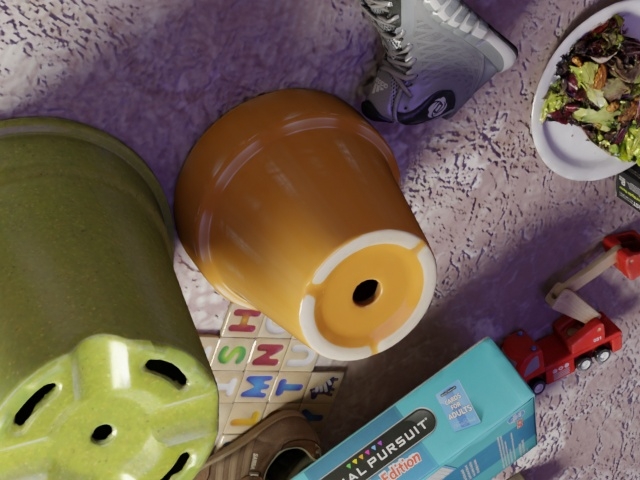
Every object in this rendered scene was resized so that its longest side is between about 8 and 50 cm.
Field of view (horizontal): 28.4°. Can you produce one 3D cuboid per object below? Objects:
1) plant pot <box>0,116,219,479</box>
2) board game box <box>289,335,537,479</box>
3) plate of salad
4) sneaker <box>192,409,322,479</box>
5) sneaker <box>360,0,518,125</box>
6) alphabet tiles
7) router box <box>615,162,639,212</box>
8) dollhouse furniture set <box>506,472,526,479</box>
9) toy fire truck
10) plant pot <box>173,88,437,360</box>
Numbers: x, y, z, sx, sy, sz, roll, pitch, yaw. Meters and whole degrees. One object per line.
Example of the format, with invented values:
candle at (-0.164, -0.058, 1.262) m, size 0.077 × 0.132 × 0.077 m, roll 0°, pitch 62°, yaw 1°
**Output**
plant pot at (-0.205, 0.082, 0.991) m, size 0.276 × 0.254 × 0.276 m, roll -14°, pitch 127°, yaw -20°
board game box at (0.067, 0.255, 1.306) m, size 0.336 × 0.079 × 0.254 m, roll -35°, pitch 158°, yaw -4°
plate of salad at (0.299, -0.143, 1.257) m, size 0.200 × 0.048 × 0.200 m, roll -14°, pitch 127°, yaw -20°
sneaker at (-0.081, 0.249, 1.279) m, size 0.188 × 0.071 × 0.066 m, roll -41°, pitch 131°, yaw 1°
sneaker at (0.066, -0.167, 1.089) m, size 0.228 × 0.086 × 0.132 m, roll 30°, pitch 105°, yaw -40°
alphabet tiles at (-0.071, 0.163, 1.281) m, size 0.198 × 0.009 × 0.237 m, roll 5°, pitch 118°, yaw -31°
router box at (0.379, -0.050, 1.314) m, size 0.092 × 0.122 × 0.038 m, roll -20°, pitch 124°, yaw -17°
dollhouse furniture set at (0.228, 0.406, 1.547) m, size 0.161 × 0.101 × 0.182 m, roll -31°, pitch 130°, yaw -8°
toy fire truck at (0.283, 0.081, 1.398) m, size 0.192 × 0.047 × 0.135 m, roll -23°, pitch 129°, yaw -13°
plant pot at (0.000, 0.000, 1.093) m, size 0.205 × 0.188 × 0.205 m, roll -14°, pitch 126°, yaw -20°
